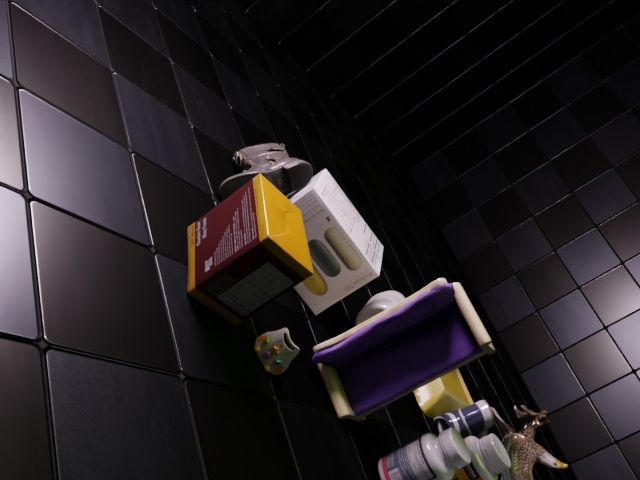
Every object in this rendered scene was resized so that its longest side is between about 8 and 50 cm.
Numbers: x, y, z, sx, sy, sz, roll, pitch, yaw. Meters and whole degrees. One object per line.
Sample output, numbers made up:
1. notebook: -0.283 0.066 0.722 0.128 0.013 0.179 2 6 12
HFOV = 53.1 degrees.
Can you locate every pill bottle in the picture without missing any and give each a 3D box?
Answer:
1. pill bottle: 0.326 0.533 1.483 0.117 0.215 0.117 48 19 -23
2. pill bottle: 0.225 0.478 1.373 0.108 0.180 0.108 48 19 -23
3. pill bottle: 0.183 0.216 1.805 0.131 0.131 0.229 56 18 1

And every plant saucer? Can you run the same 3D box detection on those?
1. plant saucer: 0.367 0.417 2.016 0.333 0.081 0.333 37 25 -45

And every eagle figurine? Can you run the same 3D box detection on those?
1. eagle figurine: 0.575 0.624 1.793 0.226 0.298 0.225 29 -15 -19

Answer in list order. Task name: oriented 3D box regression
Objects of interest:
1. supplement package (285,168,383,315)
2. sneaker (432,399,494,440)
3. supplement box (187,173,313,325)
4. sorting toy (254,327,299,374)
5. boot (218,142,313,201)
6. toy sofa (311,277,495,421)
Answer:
1. supplement package: 0.000 0.000 1.596 0.263 0.199 0.198 53 18 -11
2. sneaker: 0.410 0.562 1.878 0.282 0.153 0.099 83 -14 -54
3. supplement box: -0.139 0.017 1.215 0.129 0.194 0.191 42 22 -36
4. sorting toy: -0.080 0.207 1.229 0.083 0.075 0.045 59 18 11
5. boot: -0.166 -0.174 1.607 0.229 0.262 0.091 37 -43 51
6. toy sofa: 0.173 0.240 1.366 0.177 0.362 0.150 38 24 -58
